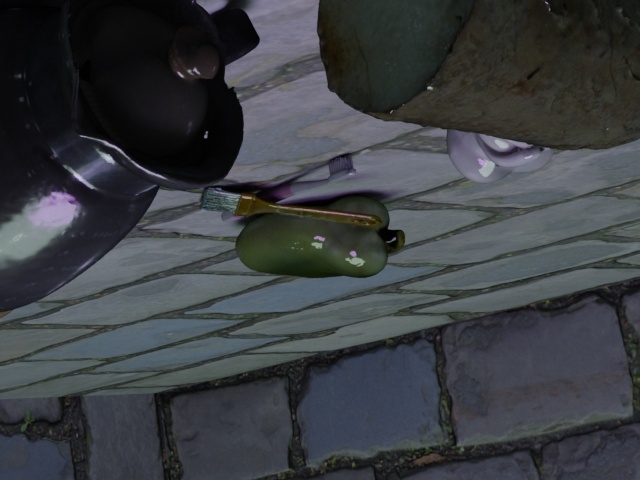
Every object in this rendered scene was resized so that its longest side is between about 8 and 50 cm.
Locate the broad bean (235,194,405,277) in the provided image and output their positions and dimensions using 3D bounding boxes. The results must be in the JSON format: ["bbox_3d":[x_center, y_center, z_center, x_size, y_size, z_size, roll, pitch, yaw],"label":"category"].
[{"bbox_3d":[0.000,0.000,2.225,0.228,0.100,0.169,2,165,18],"label":"broad bean"}]

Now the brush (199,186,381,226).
[{"bbox_3d":[-0.035,-0.035,2.058,0.218,0.010,0.082,8,164,-5],"label":"brush"}]

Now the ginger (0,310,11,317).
[{"bbox_3d":[-0.429,0.019,1.881,0.267,0.138,0.152,6,-177,-4],"label":"ginger"}]

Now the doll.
[{"bbox_3d":[0.184,-0.119,1.627,0.110,0.107,0.181,-14,172,-13],"label":"doll"}]

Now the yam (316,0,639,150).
[{"bbox_3d":[0.140,-0.153,1.251,0.168,0.168,0.304,-16,167,38],"label":"yam"}]

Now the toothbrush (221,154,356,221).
[{"bbox_3d":[-0.042,-0.059,2.049,0.020,0.025,0.286,-3,171,-34],"label":"toothbrush"}]

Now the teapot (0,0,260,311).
[{"bbox_3d":[-0.161,-0.083,1.291,0.285,0.223,0.305,-23,161,34],"label":"teapot"}]
